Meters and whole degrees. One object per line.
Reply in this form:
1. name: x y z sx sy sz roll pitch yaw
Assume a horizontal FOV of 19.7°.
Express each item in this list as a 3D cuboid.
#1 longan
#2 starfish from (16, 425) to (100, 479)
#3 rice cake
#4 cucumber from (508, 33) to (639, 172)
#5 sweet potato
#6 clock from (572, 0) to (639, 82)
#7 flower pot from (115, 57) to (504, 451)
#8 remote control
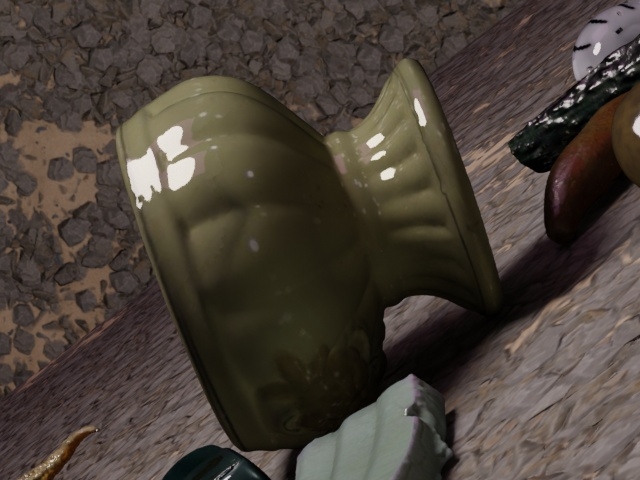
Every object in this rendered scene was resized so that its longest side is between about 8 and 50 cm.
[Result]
1. longan: 0.261 -0.074 1.310 0.113 0.092 0.113 1 30 0
2. starfish: -0.319 0.335 1.709 0.301 0.084 0.293 -41 11 13
3. rice cake: 0.026 0.162 1.202 0.127 0.043 0.237 -38 8 17
4. cucumber: 0.274 -0.124 1.685 0.078 0.062 0.211 5 -39 -49
5. sweet potato: 0.257 -0.088 1.545 0.255 0.058 0.078 -40 23 -24
6. clock: 0.310 -0.216 1.800 0.176 0.117 0.080 -41 7 -7
7. flower pot: 0.000 0.000 1.440 0.244 0.307 0.307 -21 8 1
8. remote control: -0.088 0.202 1.521 0.072 0.042 0.222 -39 7 -14
